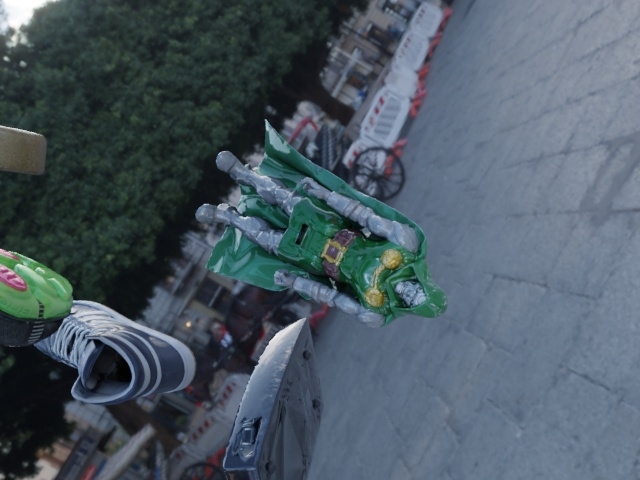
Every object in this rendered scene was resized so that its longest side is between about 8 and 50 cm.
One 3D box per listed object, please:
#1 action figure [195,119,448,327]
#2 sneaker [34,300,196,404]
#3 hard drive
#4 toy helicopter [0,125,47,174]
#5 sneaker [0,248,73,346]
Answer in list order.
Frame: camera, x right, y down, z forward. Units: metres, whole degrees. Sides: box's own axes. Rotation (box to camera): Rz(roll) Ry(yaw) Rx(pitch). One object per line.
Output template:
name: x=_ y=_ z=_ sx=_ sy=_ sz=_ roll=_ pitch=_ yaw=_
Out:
action figure: x=0.000 y=0.000 z=0.535 sx=0.063 sy=0.232 sz=0.137 roll=9 pitch=-76 yaw=-51
sneaker: x=-0.329 y=0.151 z=1.000 sx=0.153 sy=0.282 sz=0.099 roll=3 pitch=-81 yaw=-69
hard drive: x=-0.049 y=0.229 z=0.861 sx=0.255 sy=0.054 sz=0.172 roll=-70 pitch=-26 yaw=-58
toy helicopter: x=-0.388 y=-0.094 z=0.640 sx=0.235 sy=0.354 sz=0.140 roll=10 pitch=-90 yaw=-72
sneaker: x=-0.480 y=0.110 z=0.874 sx=0.482 sy=0.185 sz=0.202 roll=-6 pitch=72 yaw=34
